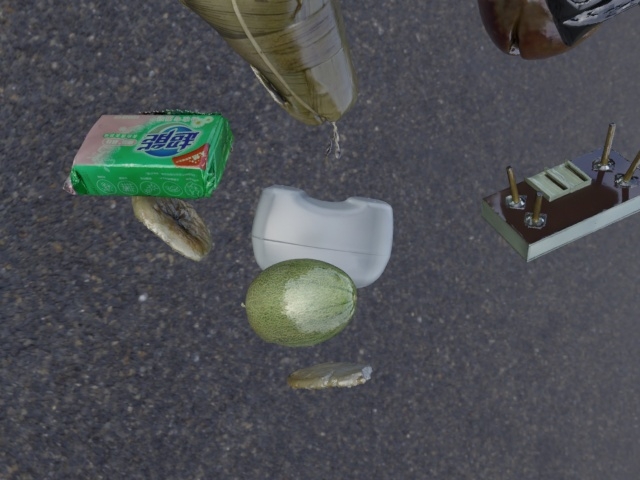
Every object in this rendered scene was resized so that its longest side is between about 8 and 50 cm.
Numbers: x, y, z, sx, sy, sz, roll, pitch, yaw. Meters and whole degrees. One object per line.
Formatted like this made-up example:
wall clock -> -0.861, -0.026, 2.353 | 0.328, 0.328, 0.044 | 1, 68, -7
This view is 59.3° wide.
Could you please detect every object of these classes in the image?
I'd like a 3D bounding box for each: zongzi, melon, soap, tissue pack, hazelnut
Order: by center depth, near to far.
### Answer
melon -> -0.037, 0.097, 0.872 | 0.139, 0.193, 0.139 | -8, 90, -72
soap -> -0.319, -0.159, 1.081 | 0.098, 0.274, 0.217 | 80, 15, -53
tissue pack -> 0.000, 0.000, 1.360 | 0.334, 0.229, 0.235 | 7, 97, -4
zongzi -> -0.142, -0.462, 1.389 | 0.218, 0.467, 0.499 | -56, 144, -31
hazelnut -> 0.603, -0.722, 1.513 | 0.403, 0.429, 0.401 | 6, 51, -7

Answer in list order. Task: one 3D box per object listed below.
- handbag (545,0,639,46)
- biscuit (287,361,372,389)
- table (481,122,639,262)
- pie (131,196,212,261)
handbag -> 0.460, -0.470, 0.823 | 0.152, 0.288, 0.342 | 42, 40, -45
biscuit -> 0.000, 0.279, 1.164 | 0.142, 0.290, 0.038 | -7, 83, -22
table -> 0.386, -0.085, 0.864 | 0.240, 0.121, 0.111 | -23, 136, -9
pie -> -0.317, -0.029, 1.237 | 0.218, 0.052, 0.185 | 33, 24, -58
